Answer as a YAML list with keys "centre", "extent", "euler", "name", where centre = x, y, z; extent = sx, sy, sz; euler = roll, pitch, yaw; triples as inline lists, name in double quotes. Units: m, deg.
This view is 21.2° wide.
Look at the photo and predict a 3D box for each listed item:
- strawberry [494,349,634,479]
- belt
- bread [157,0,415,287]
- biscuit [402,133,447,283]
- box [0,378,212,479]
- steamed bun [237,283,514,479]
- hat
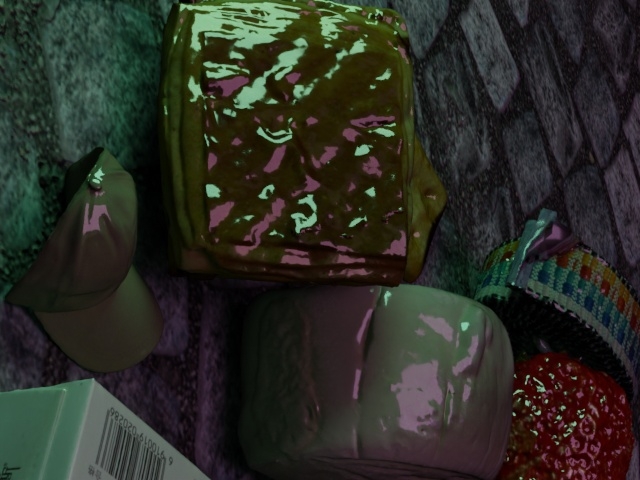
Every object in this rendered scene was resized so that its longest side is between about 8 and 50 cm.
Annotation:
- centre: [0.283, 0.282, 2.177]
  extent: [0.257, 0.257, 0.277]
  euler: [42, 36, -48]
  name: "strawberry"
- centre: [0.321, 0.105, 2.348]
  extent: [0.295, 0.207, 0.160]
  euler: [44, 47, -26]
  name: "belt"
- centre: [-0.047, -0.090, 1.746]
  extent: [0.277, 0.167, 0.324]
  euler: [5, 66, -20]
  name: "bread"
- centre: [0.104, -0.065, 2.181]
  extent: [0.183, 0.039, 0.174]
  euler: [62, 36, -29]
  name: "biscuit"
- centre: [-0.186, 0.276, 1.477]
  extent: [0.274, 0.116, 0.203]
  euler: [48, 43, -45]
  name: "box"
- centre: [0.091, 0.172, 1.880]
  extent: [0.383, 0.236, 0.247]
  euler: [25, 61, -55]
  name: "steamed bun"
- centre: [-0.183, 0.024, 1.565]
  extent: [0.173, 0.144, 0.166]
  euler: [36, 49, -22]
  name: "hat"
